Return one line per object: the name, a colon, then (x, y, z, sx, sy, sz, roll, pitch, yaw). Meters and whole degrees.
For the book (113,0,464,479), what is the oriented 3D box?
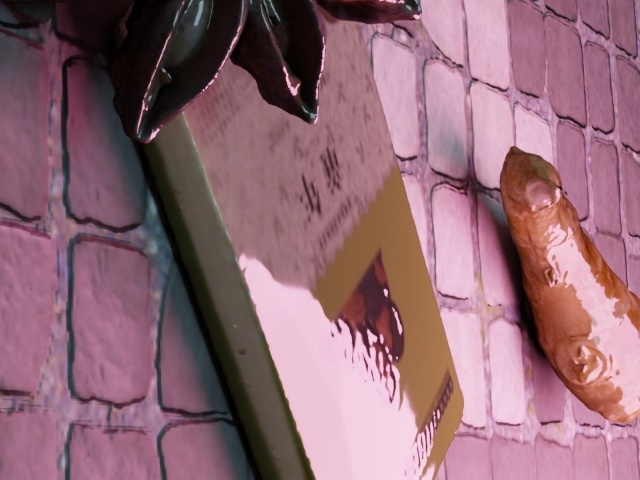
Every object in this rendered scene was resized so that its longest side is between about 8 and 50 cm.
book: (0.000, 0.000, 1.022, 0.239, 0.035, 0.352, -52, 129, -56)

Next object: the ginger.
ginger: (0.187, 0.036, 1.328, 0.333, 0.081, 0.148, 54, 34, -46)

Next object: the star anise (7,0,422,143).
star anise: (-0.060, -0.141, 0.831, 0.197, 0.073, 0.212, -26, 112, -21)
